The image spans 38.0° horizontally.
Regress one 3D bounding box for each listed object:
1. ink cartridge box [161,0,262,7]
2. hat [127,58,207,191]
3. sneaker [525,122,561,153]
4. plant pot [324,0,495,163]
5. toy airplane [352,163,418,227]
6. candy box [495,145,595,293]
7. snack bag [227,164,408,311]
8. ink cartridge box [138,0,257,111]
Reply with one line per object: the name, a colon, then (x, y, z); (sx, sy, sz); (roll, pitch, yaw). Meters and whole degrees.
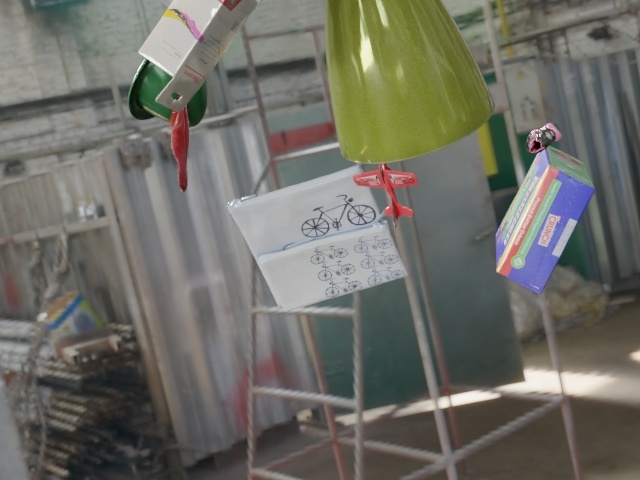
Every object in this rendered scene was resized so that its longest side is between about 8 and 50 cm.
ink cartridge box: (-0.148, -0.507, 1.569); (0.309, 0.130, 0.272); (-49, 34, -1)
hat: (-0.200, -0.218, 1.546); (0.208, 0.183, 0.173); (-57, -16, 16)
sneaker: (0.426, -0.191, 1.834); (0.057, 0.047, 0.119); (-43, -3, -14)
plant pot: (0.119, -0.320, 1.541); (0.275, 0.293, 0.274); (-17, 24, 8)
toy airplane: (0.135, -0.097, 1.779); (0.151, 0.151, 0.028); (-8, 19, 44)
candy box: (0.508, -0.059, 2.138); (0.122, 0.268, 0.317); (25, 18, 2)
snack bag: (0.000, 0.000, 2.083); (0.323, 0.342, 0.037); (-15, 38, 11)
ink cartridge box: (-0.181, -0.283, 1.305); (0.198, 0.067, 0.115); (-55, -9, 4)
